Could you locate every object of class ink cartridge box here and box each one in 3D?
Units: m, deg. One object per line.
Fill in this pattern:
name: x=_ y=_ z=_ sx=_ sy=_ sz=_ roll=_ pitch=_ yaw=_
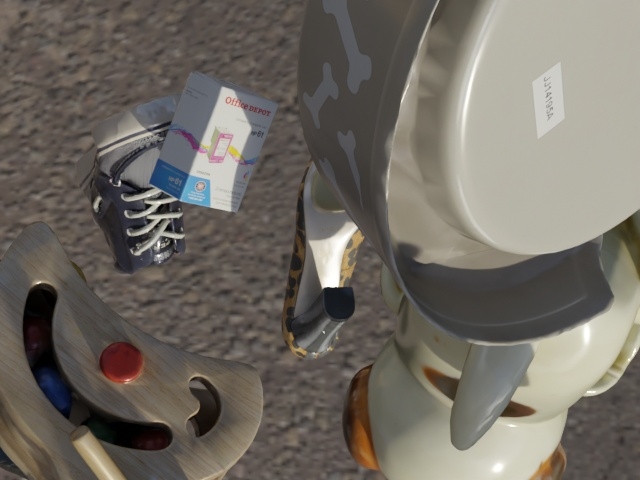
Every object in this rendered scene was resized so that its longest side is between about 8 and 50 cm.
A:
ink cartridge box: x=-0.106 y=-0.098 z=1.479 sx=0.088 sy=0.052 sz=0.122 roll=11 pitch=102 yaw=-51

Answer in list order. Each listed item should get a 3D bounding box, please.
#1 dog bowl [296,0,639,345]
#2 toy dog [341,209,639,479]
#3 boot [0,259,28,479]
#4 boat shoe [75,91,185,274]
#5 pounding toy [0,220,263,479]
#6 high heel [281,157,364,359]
dog bowl: x=0.135 y=-0.117 z=0.775 sx=0.349 sy=0.102 sz=0.349 roll=-26 pitch=135 yaw=-29
toy dog: x=0.178 y=0.098 z=1.388 sx=0.284 sy=0.408 sz=0.395 roll=14 pitch=48 yaw=-3
boot: x=-0.314 y=0.131 z=1.551 sx=0.246 sy=0.094 sz=0.207 roll=24 pitch=75 yaw=6
boat shoe: x=-0.190 y=-0.057 z=1.693 sx=0.127 sy=0.340 sz=0.158 roll=-20 pitch=87 yaw=-17
pounding toy: x=-0.121 y=0.099 z=0.970 sx=0.154 sy=0.155 sz=0.269 roll=-34 pitch=80 yaw=-29
high heel: x=0.000 y=0.000 z=1.701 sx=0.093 sy=0.186 sz=0.261 roll=10 pitch=67 yaw=-12
